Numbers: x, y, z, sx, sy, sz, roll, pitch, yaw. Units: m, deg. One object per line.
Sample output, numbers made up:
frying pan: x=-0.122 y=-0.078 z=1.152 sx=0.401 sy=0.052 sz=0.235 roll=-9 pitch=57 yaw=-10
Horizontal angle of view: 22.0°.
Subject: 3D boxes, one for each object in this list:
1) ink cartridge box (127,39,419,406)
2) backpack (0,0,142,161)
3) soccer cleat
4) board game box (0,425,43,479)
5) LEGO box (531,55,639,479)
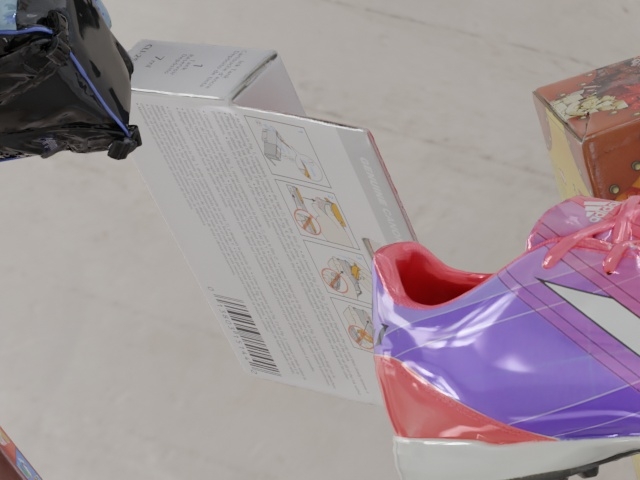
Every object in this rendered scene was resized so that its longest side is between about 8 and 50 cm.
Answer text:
ink cartridge box: x=0.000 y=0.000 z=1.176 sx=0.261 sy=0.066 sz=0.296 roll=12 pitch=139 yaw=40
backpack: x=-0.152 y=-0.084 z=0.754 sx=0.114 sy=0.105 sz=0.084 roll=-11 pitch=57 yaw=14
soccer cleat: x=0.146 y=0.027 z=0.655 sx=0.318 sy=0.108 sz=0.116 roll=-17 pitch=89 yaw=41
board game box: x=-0.215 y=0.282 z=1.229 sx=0.145 sy=0.027 sz=0.281 roll=-44 pitch=78 yaw=11
LEGO box: x=0.445 y=0.052 z=1.489 sx=0.372 sy=0.193 sz=0.500 roll=-19 pitch=110 yaw=1
